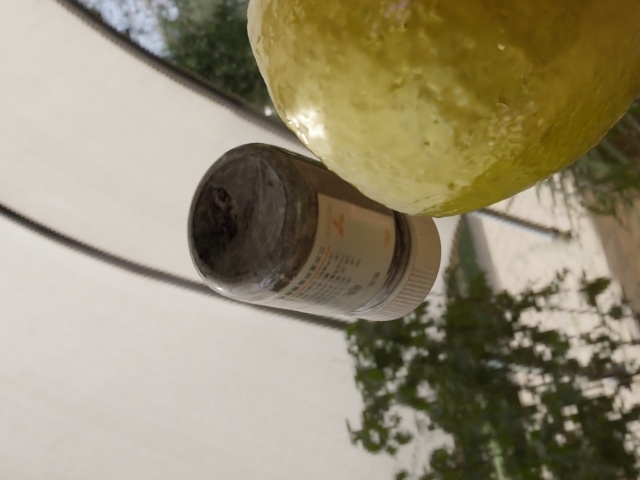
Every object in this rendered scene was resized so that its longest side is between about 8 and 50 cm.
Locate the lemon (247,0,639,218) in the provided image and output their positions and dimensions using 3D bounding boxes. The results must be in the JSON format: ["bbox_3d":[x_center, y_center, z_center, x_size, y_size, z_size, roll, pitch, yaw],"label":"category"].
[{"bbox_3d":[0.139,-0.214,0.986,0.364,0.364,0.364,-14,-90,-86],"label":"lemon"}]

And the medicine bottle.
[{"bbox_3d":[0.000,0.000,1.243,0.273,0.165,0.165,16,-126,-50],"label":"medicine bottle"}]
